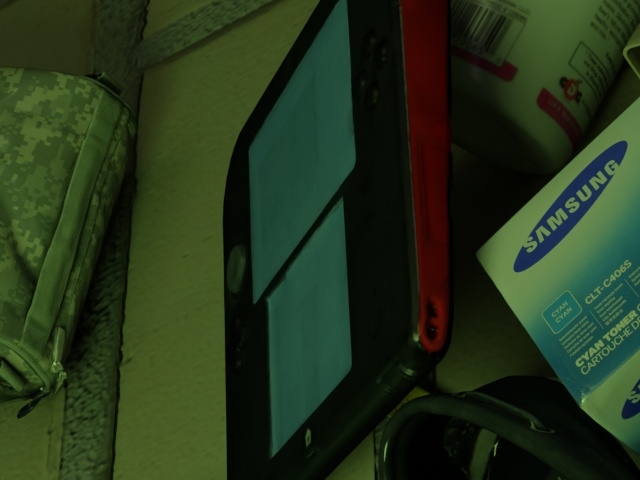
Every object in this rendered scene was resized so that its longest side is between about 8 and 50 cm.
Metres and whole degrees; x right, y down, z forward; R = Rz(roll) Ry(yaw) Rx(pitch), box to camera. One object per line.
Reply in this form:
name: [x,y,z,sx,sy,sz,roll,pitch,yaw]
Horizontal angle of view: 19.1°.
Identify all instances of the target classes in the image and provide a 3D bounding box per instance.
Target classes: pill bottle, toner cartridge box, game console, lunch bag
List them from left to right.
lunch bag: [-0.305,-0.001,1.701,0.256,0.212,0.305,-8,56,40]
game console: [0.000,0.000,1.368,0.386,0.060,0.342,126,151,-57]
pill bottle: [0.178,-0.207,1.444,0.160,0.160,0.283,18,74,48]
toner cartridge box: [0.266,-0.049,1.143,0.348,0.075,0.165,-45,36,11]

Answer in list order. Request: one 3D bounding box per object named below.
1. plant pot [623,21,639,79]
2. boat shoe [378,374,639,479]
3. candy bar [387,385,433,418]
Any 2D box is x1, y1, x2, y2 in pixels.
plant pot: [0.293,-0.141,1.339,0.109,0.109,0.096,-14,39,36]
boat shoe: [0.178,0.239,1.077,0.187,0.156,0.500,-65,33,20]
candy bar: [0.059,0.119,1.421,0.040,0.018,0.161,-53,39,-8]
